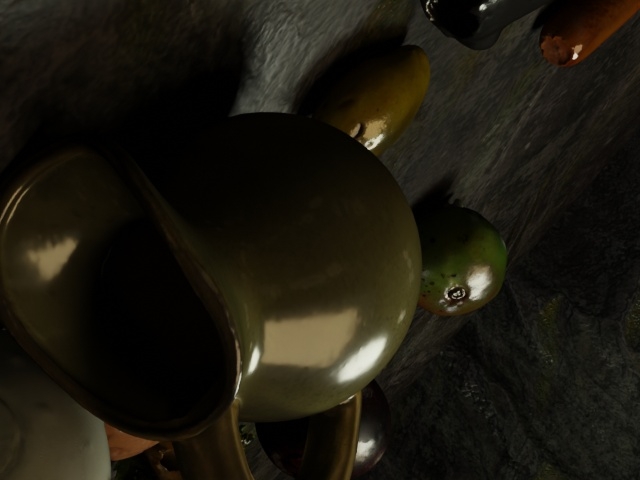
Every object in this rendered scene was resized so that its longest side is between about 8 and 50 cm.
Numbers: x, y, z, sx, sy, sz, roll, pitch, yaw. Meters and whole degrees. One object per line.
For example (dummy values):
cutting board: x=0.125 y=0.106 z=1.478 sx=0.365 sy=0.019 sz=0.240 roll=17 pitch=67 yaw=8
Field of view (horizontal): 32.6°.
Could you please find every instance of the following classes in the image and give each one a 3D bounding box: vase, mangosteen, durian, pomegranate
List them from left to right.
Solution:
durian: x=-0.201 y=0.288 z=1.428 sx=0.132 sy=0.106 sz=0.375 roll=-51 pitch=165 yaw=19
vase: x=-0.058 y=0.071 z=0.806 sx=0.240 sy=0.329 sz=0.302 roll=-16 pitch=-178 yaw=30
mangosteen: x=0.012 y=0.266 z=1.781 sx=0.228 sy=0.228 sz=0.265 roll=116 pitch=-2 yaw=-51
pomegranate: x=0.204 y=0.014 z=1.724 sx=0.210 sy=0.179 sz=0.180 roll=-84 pitch=-162 yaw=-44

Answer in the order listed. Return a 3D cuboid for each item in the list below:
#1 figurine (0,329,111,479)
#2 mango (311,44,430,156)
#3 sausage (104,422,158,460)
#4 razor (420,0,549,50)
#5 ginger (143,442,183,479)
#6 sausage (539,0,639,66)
figurine: x=-0.254 y=0.173 z=0.898 sx=0.394 sy=0.226 sz=0.275 roll=115 pitch=-5 yaw=-68
mango: x=0.054 y=-0.133 z=1.045 sx=0.161 sy=0.076 sz=0.103 roll=-44 pitch=162 yaw=-38
sausage: x=-0.127 y=0.105 z=1.106 sx=0.304 sy=0.121 sz=0.121 roll=-36 pitch=163 yaw=-25
razor: x=0.237 y=-0.314 z=0.965 sx=0.349 sy=0.113 sz=0.204 roll=-42 pitch=168 yaw=-10
ginger: x=-0.159 y=0.249 z=1.279 sx=0.133 sy=0.107 sz=0.309 roll=-82 pitch=163 yaw=-55
sausage: x=0.360 y=-0.298 z=1.431 sx=0.197 sy=0.076 sz=0.076 roll=-39 pitch=165 yaw=-27
